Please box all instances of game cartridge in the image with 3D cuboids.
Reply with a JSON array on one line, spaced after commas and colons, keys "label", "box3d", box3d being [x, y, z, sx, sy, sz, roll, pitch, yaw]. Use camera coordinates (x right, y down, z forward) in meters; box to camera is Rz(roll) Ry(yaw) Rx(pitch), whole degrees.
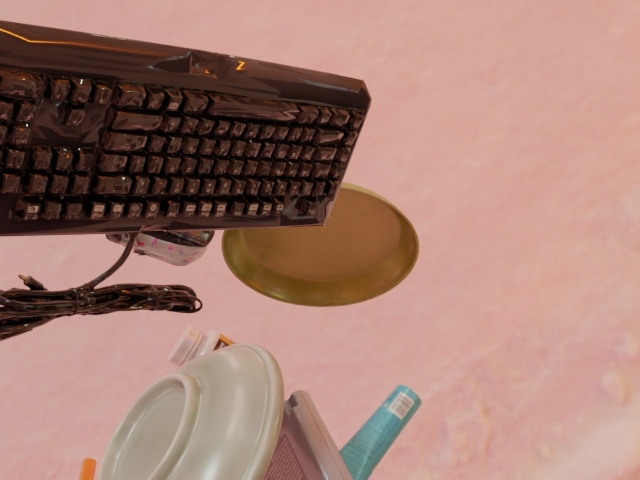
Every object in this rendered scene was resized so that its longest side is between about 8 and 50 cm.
[{"label": "game cartridge", "box3d": [-0.042, 0.392, 1.367, 0.062, 0.198, 0.297, -7, 139, -35]}]

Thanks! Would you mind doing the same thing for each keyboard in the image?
[{"label": "keyboard", "box3d": [-0.101, -0.021, 0.553, 0.317, 0.033, 0.201, -3, 126, -47]}]

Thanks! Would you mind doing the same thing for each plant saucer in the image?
[{"label": "plant saucer", "box3d": [-0.218, 0.306, 1.304, 0.101, 0.400, 0.400, 37, 87, -26]}, {"label": "plant saucer", "box3d": [0.000, 0.000, 1.113, 0.241, 0.241, 0.037, 14, 50, -15]}]

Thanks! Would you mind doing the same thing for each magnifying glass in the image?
[{"label": "magnifying glass", "box3d": [-0.462, 0.500, 1.758, 0.092, 0.231, 0.026, 10, 112, -11]}]

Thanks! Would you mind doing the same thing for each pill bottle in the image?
[{"label": "pill bottle", "box3d": [-0.186, 0.255, 1.766, 0.215, 0.117, 0.117, 33, 88, -10]}]

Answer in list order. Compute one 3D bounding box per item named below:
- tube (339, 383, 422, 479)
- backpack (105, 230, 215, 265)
[{"label": "tube", "box3d": [0.091, 0.333, 1.522, 0.207, 0.080, 0.052, -45, 136, -26]}, {"label": "backpack", "box3d": [-0.279, -0.033, 1.616, 0.182, 0.115, 0.151, 21, 60, -15]}]
